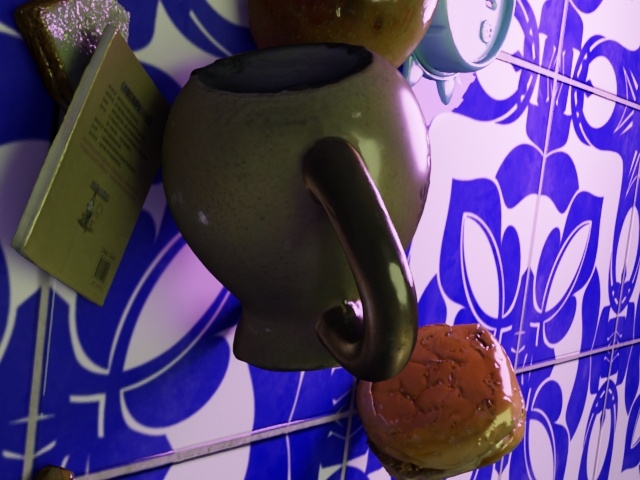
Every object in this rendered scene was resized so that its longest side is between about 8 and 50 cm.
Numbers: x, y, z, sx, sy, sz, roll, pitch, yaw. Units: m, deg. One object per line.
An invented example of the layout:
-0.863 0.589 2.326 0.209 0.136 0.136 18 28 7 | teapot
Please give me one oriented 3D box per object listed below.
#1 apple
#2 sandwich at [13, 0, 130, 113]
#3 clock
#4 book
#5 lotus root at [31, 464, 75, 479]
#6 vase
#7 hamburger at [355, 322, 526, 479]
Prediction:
0.028 -0.255 0.963 0.207 0.174 0.188 6 91 -39 | apple
-0.192 -0.157 0.781 0.093 0.036 0.105 -43 132 -42 | sandwich
0.166 -0.310 1.194 0.223 0.094 0.274 5 94 -53 | clock
-0.178 -0.053 0.798 0.168 0.013 0.192 63 45 -70 | book
-0.235 0.233 0.817 0.030 0.037 0.083 19 83 -51 | lotus root
0.000 0.000 0.853 0.241 0.329 0.302 -14 117 -16 | vase
0.148 0.204 1.204 0.214 0.214 0.108 -55 142 -31 | hamburger
